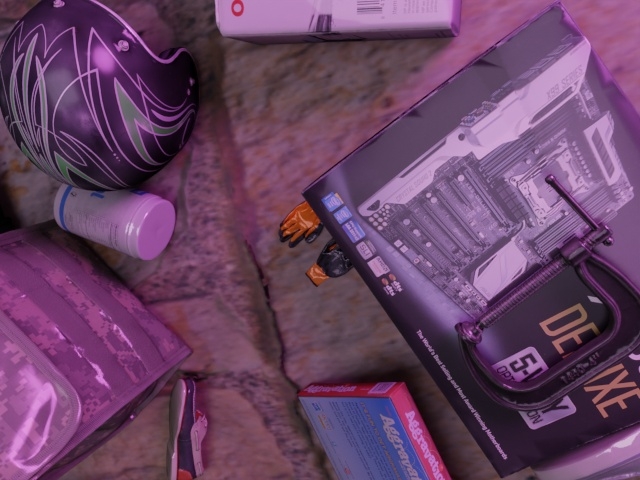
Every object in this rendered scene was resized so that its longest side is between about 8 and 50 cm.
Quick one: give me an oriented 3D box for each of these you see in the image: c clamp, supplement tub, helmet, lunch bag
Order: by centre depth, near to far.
[{"bbox_3d":[0.167,0.053,0.411,0.137,0.022,0.161,40,111,0],"label":"c clamp"},{"bbox_3d":[-0.204,-0.129,0.495,0.169,0.161,0.169,5,105,18],"label":"helmet"},{"bbox_3d":[-0.313,0.126,0.533,0.235,0.287,0.169,44,113,5],"label":"lunch bag"},{"bbox_3d":[-0.219,-0.027,0.577,0.107,0.071,0.071,19,109,13],"label":"supplement tub"}]

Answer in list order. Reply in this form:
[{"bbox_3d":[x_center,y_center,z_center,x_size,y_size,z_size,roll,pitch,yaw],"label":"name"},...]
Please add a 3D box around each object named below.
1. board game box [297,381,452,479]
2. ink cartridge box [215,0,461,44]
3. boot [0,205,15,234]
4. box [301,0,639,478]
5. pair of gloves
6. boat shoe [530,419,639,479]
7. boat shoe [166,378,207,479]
[{"bbox_3d":[0.086,0.271,0.542,0.145,0.027,0.281,-19,99,51],"label":"board game box"},{"bbox_3d":[0.016,-0.236,0.435,0.190,0.082,0.140,5,105,19],"label":"ink cartridge box"},{"bbox_3d":[-0.504,-0.075,0.646,0.246,0.094,0.207,-11,104,14],"label":"boot"},{"bbox_3d":[0.171,0.011,0.450,0.242,0.076,0.307,-34,91,23],"label":"box"},{"bbox_3d":[0.000,0.000,0.542,0.074,0.010,0.083,-38,91,23],"label":"pair of gloves"},{"bbox_3d":[0.292,0.167,0.449,0.227,0.079,0.081,-35,87,20],"label":"boat shoe"},{"bbox_3d":[-0.155,0.224,0.638,0.043,0.049,0.137,0,106,-25],"label":"boat shoe"}]
